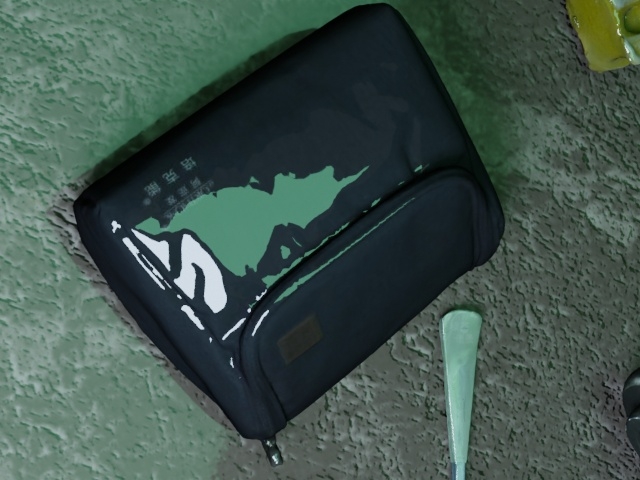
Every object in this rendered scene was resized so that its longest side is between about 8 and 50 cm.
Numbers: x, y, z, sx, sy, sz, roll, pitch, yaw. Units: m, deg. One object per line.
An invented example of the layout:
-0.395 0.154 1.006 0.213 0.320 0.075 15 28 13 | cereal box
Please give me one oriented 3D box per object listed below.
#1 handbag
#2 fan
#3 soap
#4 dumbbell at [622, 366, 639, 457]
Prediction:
0.000 -0.001 1.129 0.302 0.178 0.275 -36 101 -15 | handbag
0.119 0.156 1.257 0.038 0.016 0.193 2 89 -16 | fan
0.330 -0.247 1.291 0.233 0.076 0.135 -23 97 -18 | soap
0.386 0.137 1.256 0.290 0.192 0.192 -43 103 -14 | dumbbell
